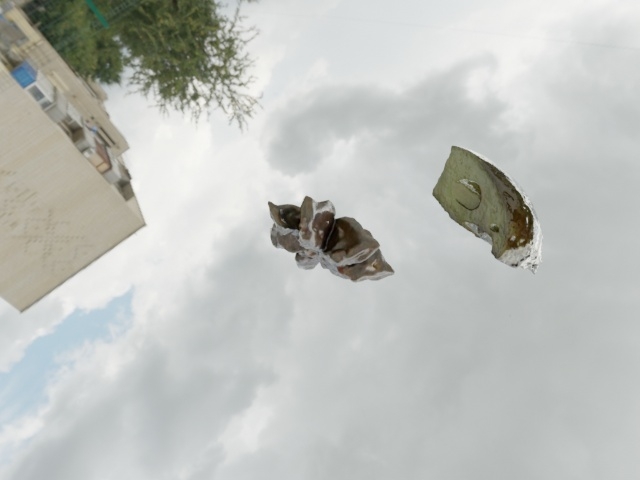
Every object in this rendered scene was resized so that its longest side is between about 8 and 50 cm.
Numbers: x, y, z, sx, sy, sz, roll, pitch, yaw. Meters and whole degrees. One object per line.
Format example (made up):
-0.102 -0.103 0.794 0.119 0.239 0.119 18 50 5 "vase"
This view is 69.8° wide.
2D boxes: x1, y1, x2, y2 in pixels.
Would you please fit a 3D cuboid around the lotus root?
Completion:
0.369 -0.079 0.978 0.142 0.210 0.314 -58 -134 25 "lotus root"

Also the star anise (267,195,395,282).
0.014 0.008 0.651 0.197 0.212 0.073 25 -107 1 "star anise"
